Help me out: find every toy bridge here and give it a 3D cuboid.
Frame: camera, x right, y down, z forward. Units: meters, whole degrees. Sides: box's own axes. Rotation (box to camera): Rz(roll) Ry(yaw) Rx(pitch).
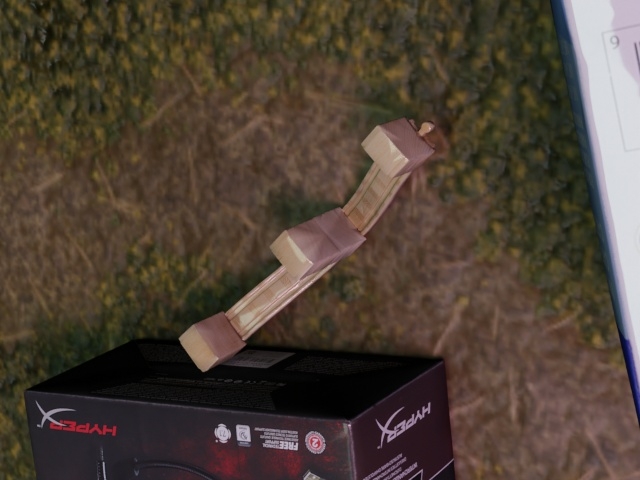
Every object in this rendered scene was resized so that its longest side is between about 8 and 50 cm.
[{"bbox_3d":[0.000,0.000,0.798,0.026,0.063,0.188,51,122,11],"label":"toy bridge"}]

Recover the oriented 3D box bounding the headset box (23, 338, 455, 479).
[{"bbox_3d":[-0.034,0.213,0.852,0.218,0.110,0.293,2,104,32],"label":"headset box"}]

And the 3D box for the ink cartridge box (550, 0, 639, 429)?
[{"bbox_3d":[0.222,-0.079,0.539,0.270,0.151,0.395,-11,96,14],"label":"ink cartridge box"}]
